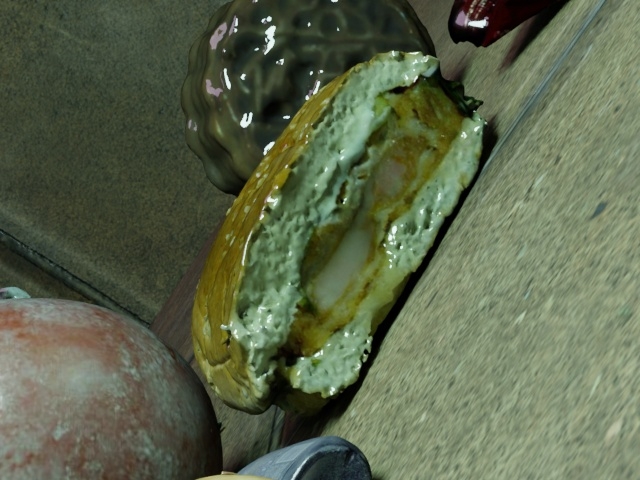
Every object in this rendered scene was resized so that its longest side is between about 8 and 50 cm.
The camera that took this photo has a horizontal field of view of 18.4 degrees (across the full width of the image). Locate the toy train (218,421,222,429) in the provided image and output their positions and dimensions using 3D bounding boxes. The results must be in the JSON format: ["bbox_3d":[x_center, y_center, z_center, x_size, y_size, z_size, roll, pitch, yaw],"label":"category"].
[{"bbox_3d":[-0.218,0.179,1.905,0.120,0.202,0.301,-54,5,-19],"label":"toy train"}]

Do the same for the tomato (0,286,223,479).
[{"bbox_3d":[-0.232,0.177,1.529,0.317,0.316,0.282,134,134,-60],"label":"tomato"}]

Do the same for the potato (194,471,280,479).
[{"bbox_3d":[-0.057,0.205,0.998,0.109,0.118,0.178,49,-125,-61],"label":"potato"}]

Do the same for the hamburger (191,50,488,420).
[{"bbox_3d":[0.000,0.000,1.464,0.309,0.132,0.211,-61,10,-23],"label":"hamburger"}]

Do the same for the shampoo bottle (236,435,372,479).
[{"bbox_3d":[-0.025,0.164,1.201,0.087,0.049,0.233,-60,7,-16],"label":"shampoo bottle"}]

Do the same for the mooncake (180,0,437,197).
[{"bbox_3d":[-0.006,-0.132,1.749,0.228,0.228,0.124,-59,8,-17],"label":"mooncake"}]

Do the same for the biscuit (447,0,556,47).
[{"bbox_3d":[0.183,-0.233,1.517,0.151,0.063,0.235,-61,10,-25],"label":"biscuit"}]
